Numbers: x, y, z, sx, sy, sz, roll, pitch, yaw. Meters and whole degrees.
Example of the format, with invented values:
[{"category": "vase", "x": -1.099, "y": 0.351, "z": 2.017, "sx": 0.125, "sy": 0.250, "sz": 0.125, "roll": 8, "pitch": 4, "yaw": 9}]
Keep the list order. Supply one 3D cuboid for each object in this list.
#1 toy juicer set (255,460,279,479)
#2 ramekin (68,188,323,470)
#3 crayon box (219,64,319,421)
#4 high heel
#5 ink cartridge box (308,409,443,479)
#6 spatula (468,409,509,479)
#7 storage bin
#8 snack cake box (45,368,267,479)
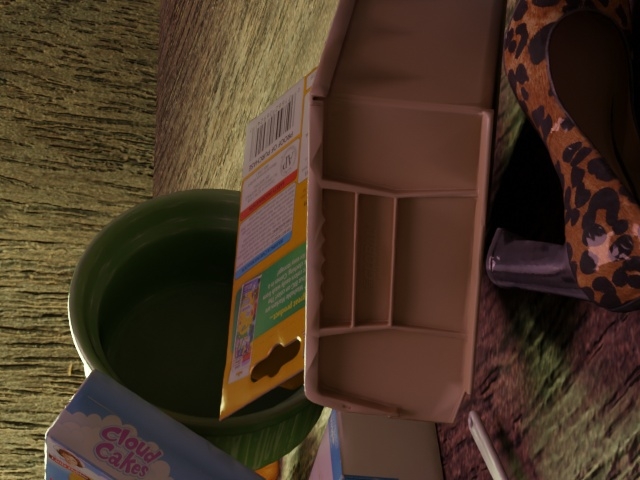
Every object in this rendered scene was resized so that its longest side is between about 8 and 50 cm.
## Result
[{"category": "toy juicer set", "x": -0.094, "y": 0.238, "z": 2.141, "sx": 0.329, "sy": 0.089, "sz": 0.209, "roll": 80, "pitch": -173, "yaw": -51}, {"category": "ramekin", "x": -0.118, "y": 0.107, "z": 1.941, "sx": 0.148, "sy": 0.303, "sz": 0.303, "roll": 99, "pitch": 170, "yaw": -53}, {"category": "crayon box", "x": 0.000, "y": 0.000, "z": 1.674, "sx": 0.203, "sy": 0.083, "sz": 0.323, "roll": -35, "pitch": 43, "yaw": 50}, {"category": "high heel", "x": 0.191, "y": -0.086, "z": 1.121, "sx": 0.186, "sy": 0.093, "sz": 0.261, "roll": 6, "pitch": 85, "yaw": 63}, {"category": "ink cartridge box", "x": 0.043, "y": 0.222, "z": 1.595, "sx": 0.090, "sy": 0.092, "sz": 0.143, "roll": -96, "pitch": 17, "yaw": -44}, {"category": "spatula", "x": 0.137, "y": 0.240, "z": 1.335, "sx": 0.242, "sy": 0.019, "sz": 0.168, "roll": -109, "pitch": 21, "yaw": -62}, {"category": "storage bin", "x": 0.065, "y": -0.043, "z": 1.328, "sx": 0.262, "sy": 0.123, "sz": 0.260, "roll": -76, "pitch": -10, "yaw": -59}, {"category": "snack cake box", "x": -0.143, "y": 0.255, "z": 1.793, "sx": 0.089, "sy": 0.264, "sz": 0.152, "roll": -55, "pitch": -8, "yaw": -24}]
